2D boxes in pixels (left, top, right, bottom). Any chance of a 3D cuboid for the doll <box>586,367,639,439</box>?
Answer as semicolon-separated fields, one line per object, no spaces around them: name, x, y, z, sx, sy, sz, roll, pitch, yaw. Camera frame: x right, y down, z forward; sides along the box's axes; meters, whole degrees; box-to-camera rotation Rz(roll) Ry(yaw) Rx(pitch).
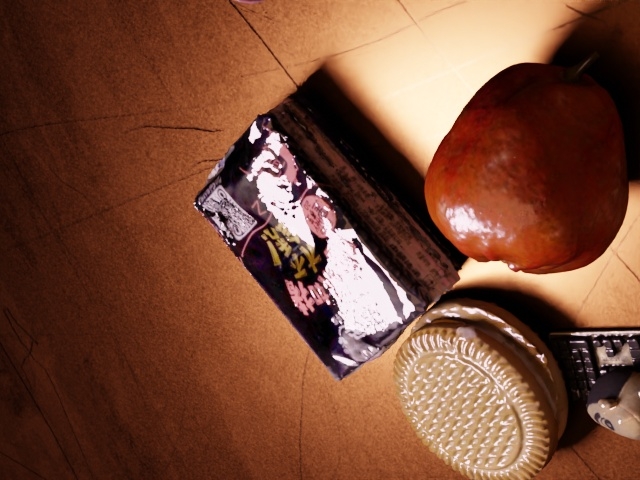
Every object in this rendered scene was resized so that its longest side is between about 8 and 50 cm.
doll;0.390;0.190;1.580;0.179;0.089;0.102;-10;153;41

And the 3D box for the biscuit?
biscuit;0.205;0.196;1.734;0.259;0.079;0.259;25;133;31

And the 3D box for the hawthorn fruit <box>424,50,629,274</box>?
hawthorn fruit;0.239;-0.091;1.483;0.224;0.224;0.261;23;104;22

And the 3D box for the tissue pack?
tissue pack;0.000;0.000;1.749;0.332;0.123;0.245;49;138;4

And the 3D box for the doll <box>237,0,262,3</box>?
doll;-0.100;-0.390;1.565;0.196;0.152;0.256;53;138;15

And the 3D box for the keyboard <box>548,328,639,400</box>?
keyboard;0.425;0.153;1.605;0.317;0.027;0.106;-5;112;36
